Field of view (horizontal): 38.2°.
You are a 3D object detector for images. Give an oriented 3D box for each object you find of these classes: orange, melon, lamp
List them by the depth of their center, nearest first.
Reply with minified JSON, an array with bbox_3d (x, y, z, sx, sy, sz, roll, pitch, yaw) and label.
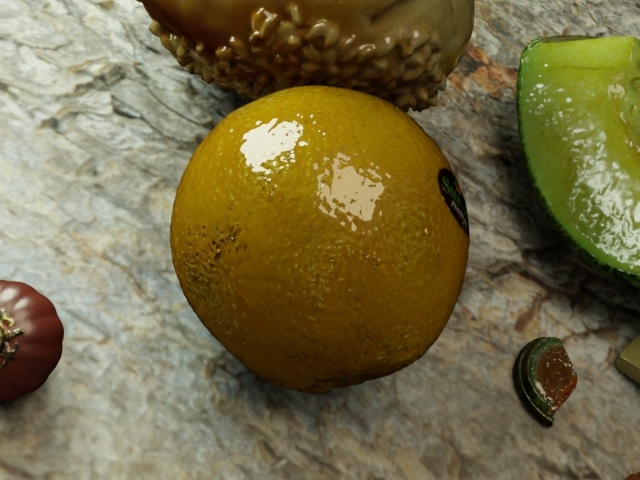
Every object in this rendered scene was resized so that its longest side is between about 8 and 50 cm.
[{"bbox_3d":[-0.263,0.082,0.759,0.101,0.090,0.101,0,85,-1],"label":"lamp"},{"bbox_3d":[0.000,0.000,0.828,0.274,0.274,0.274,12,52,-16],"label":"orange"},{"bbox_3d":[0.390,-0.076,1.104,0.331,0.226,0.344,27,61,-18],"label":"melon"}]

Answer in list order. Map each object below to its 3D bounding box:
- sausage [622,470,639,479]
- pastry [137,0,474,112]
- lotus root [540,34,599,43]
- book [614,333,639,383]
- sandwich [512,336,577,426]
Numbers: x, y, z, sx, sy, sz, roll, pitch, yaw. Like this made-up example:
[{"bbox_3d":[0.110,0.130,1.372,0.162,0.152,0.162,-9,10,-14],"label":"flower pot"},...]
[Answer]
[{"bbox_3d":[0.351,0.254,0.935,0.169,0.065,0.065,-14,63,-34],"label":"sausage"},{"bbox_3d":[-0.022,-0.257,0.955,0.409,0.245,0.409,16,6,-2],"label":"pastry"},{"bbox_3d":[0.367,-0.240,1.289,0.179,0.089,0.080,12,15,-14],"label":"lotus root"},{"bbox_3d":[0.465,0.152,1.012,0.161,0.026,0.231,-33,50,-29],"label":"book"},{"bbox_3d":[0.242,0.143,0.988,0.069,0.026,0.101,38,49,7],"label":"sandwich"}]
